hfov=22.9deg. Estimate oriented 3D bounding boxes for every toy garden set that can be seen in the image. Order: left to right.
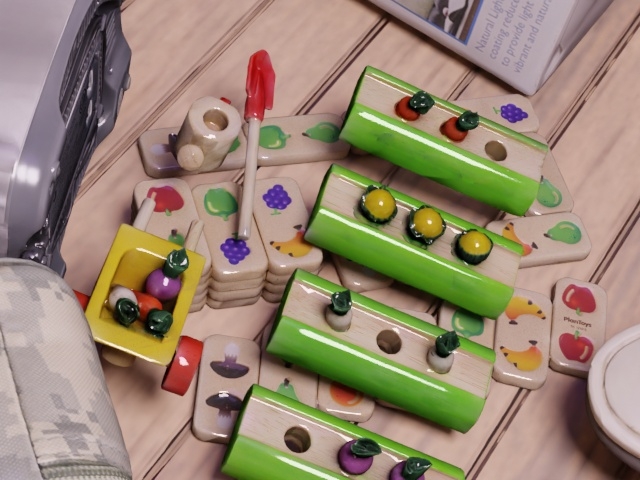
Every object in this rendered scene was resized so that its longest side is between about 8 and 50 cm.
[{"bbox_3d":[0.000,0.000,0.762,0.204,0.049,0.244,23,56,-7],"label":"toy garden set"}]

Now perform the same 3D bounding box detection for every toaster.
[{"bbox_3d":[-0.181,-0.060,0.762,0.147,0.129,0.227,11,53,0],"label":"toaster"}]

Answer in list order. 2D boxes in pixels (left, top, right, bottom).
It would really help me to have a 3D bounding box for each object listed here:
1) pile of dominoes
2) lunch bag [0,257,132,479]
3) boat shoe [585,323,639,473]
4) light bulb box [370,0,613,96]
[{"bbox_3d":[0.031,-0.002,0.821,0.251,0.040,0.196,-8,55,-18],"label":"pile of dominoes"},{"bbox_3d":[-0.191,0.180,0.516,0.305,0.212,0.256,-12,58,-19],"label":"lunch bag"},{"bbox_3d":[0.289,0.098,0.786,0.335,0.095,0.112,0,56,-7],"label":"boat shoe"},{"bbox_3d":[0.089,-0.339,0.974,0.361,0.225,0.358,32,51,11],"label":"light bulb box"}]
